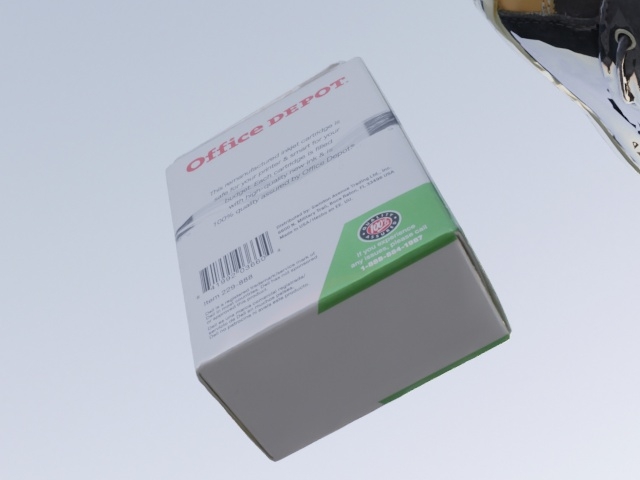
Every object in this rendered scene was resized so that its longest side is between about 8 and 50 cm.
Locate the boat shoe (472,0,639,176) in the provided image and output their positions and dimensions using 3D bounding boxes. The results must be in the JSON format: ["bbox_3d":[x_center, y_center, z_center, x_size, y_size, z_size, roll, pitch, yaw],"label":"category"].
[{"bbox_3d":[0.307,-0.129,0.777,0.500,0.156,0.187,20,-80,-46],"label":"boat shoe"}]

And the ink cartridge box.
[{"bbox_3d":[0.000,0.000,0.827,0.211,0.289,0.121,-29,-54,8],"label":"ink cartridge box"}]
